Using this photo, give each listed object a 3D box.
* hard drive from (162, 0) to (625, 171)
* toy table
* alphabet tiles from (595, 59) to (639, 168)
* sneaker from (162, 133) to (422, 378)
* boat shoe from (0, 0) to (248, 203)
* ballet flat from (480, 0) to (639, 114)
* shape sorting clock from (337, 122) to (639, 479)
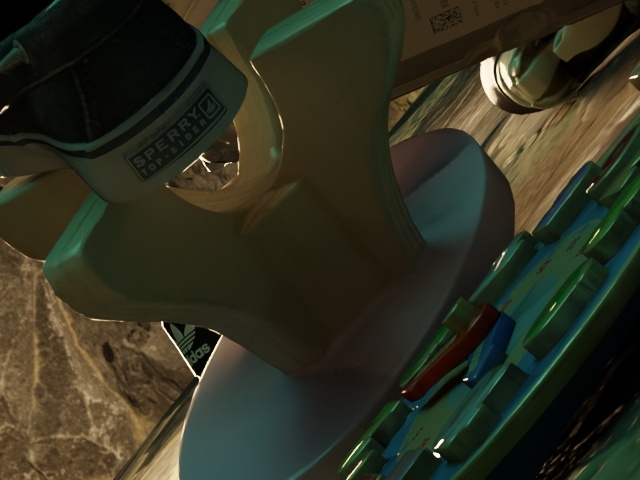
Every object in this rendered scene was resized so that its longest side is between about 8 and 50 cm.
[{"bbox_3d":[0.055,-0.169,1.098,0.339,0.064,0.237,-23,-26,2],"label":"hard drive"},{"bbox_3d":[-0.024,-0.008,0.940,0.252,0.161,0.274,-32,22,24],"label":"toy table"},{"bbox_3d":[0.218,-0.137,0.858,0.278,0.021,0.284,-50,3,-9],"label":"alphabet tiles"},{"bbox_3d":[0.000,0.000,1.413,0.108,0.121,0.302,-46,4,47],"label":"sneaker"},{"bbox_3d":[-0.128,-0.090,0.911,0.108,0.102,0.301,-43,20,-7],"label":"boat shoe"},{"bbox_3d":[0.156,-0.130,1.277,0.203,0.074,0.074,-43,7,48],"label":"ballet flat"},{"bbox_3d":[0.061,0.035,0.681,0.206,0.040,0.206,-54,5,7],"label":"shape sorting clock"}]
